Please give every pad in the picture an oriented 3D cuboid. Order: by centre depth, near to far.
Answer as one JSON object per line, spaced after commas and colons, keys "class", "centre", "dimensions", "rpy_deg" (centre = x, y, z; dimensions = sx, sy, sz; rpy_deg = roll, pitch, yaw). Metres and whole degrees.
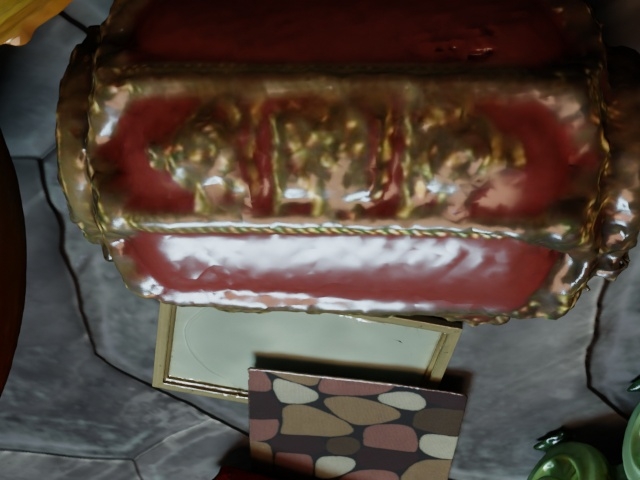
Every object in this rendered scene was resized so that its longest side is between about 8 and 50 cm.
{"class": "pad", "centre": [0.023, 0.166, 0.937], "dimensions": [0.158, 0.003, 0.235], "rpy_deg": [6, 143, 2]}

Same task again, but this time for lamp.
{"class": "lamp", "centre": [0.015, -0.047, 0.579], "dimensions": [0.273, 0.177, 0.177], "rpy_deg": [3, 140, 9]}

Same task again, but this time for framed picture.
{"class": "framed picture", "centre": [-0.015, 0.080, 0.850], "dimensions": [0.200, 0.010, 0.136], "rpy_deg": [10, 139, -3]}

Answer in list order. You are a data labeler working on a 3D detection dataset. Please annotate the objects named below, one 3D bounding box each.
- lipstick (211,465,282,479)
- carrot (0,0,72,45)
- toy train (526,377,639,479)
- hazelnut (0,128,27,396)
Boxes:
{"class": "lipstick", "centre": [0.041, 0.250, 0.984], "dimensions": [0.279, 0.073, 0.073], "rpy_deg": [21, 139, -16]}
{"class": "carrot", "centre": [-0.191, -0.200, 0.340], "dimensions": [0.224, 0.224, 0.341], "rpy_deg": [-27, 103, 35]}
{"class": "toy train", "centre": [0.244, 0.211, 0.821], "dimensions": [0.159, 0.188, 0.271], "rpy_deg": [27, 135, -23]}
{"class": "hazelnut", "centre": [-0.344, -0.002, 0.580], "dimensions": [0.409, 0.359, 0.359], "rpy_deg": [13, 140, 0]}
